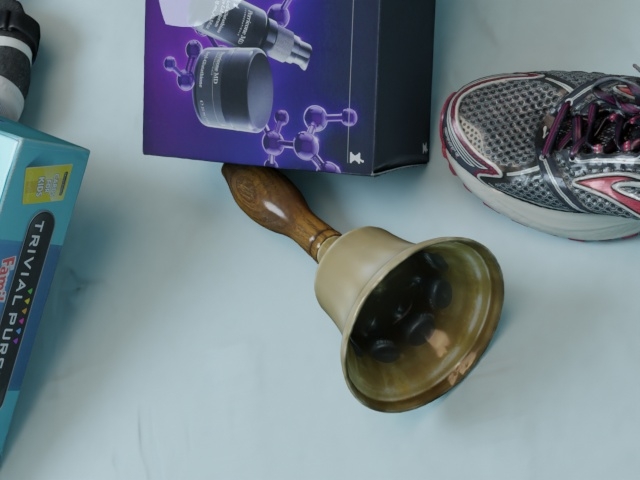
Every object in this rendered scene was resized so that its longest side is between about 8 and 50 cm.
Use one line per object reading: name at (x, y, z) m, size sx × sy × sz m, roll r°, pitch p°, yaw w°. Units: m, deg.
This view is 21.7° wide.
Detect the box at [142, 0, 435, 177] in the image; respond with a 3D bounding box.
box at (-0.020, -0.184, 1.141) m, size 0.184 × 0.103 × 0.261 m, roll 6°, pitch 100°, yaw 24°

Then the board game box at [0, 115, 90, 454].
board game box at (-0.349, 0.002, 1.226) m, size 0.336 × 0.079 × 0.253 m, roll 21°, pitch 97°, yaw 29°

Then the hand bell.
hand bell at (0.000, 0.000, 1.125) m, size 0.126 × 0.126 × 0.242 m, roll -47°, pitch 46°, yaw -4°

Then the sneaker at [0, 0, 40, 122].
sneaker at (-0.318, -0.144, 1.342) m, size 0.217 × 0.079 × 0.121 m, roll -1°, pitch 55°, yaw 22°

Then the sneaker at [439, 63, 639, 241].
sneaker at (0.213, -0.064, 1.046) m, size 0.299 × 0.112 × 0.121 m, roll 11°, pitch 71°, yaw 28°
